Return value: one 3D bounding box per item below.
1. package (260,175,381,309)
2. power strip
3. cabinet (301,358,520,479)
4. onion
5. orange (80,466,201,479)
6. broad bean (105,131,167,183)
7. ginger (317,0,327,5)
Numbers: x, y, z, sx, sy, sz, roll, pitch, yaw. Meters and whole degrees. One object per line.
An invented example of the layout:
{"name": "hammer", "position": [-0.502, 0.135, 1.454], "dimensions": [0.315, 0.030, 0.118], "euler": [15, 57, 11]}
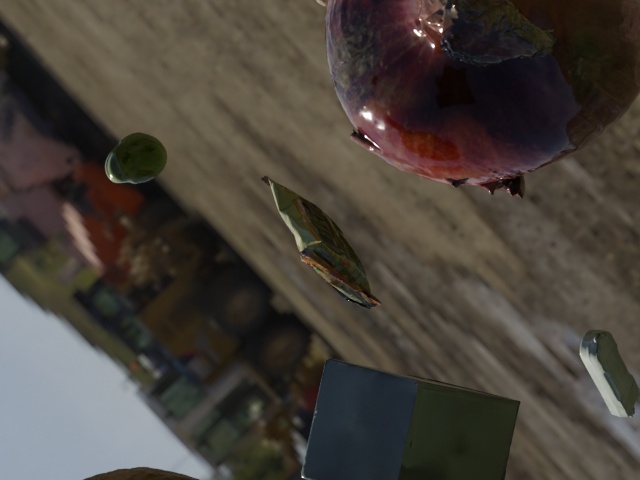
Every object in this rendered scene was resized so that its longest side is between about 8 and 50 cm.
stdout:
{"name": "package", "position": [0.001, 0.001, 1.557], "dimensions": [0.108, 0.031, 0.120], "euler": [40, -165, -42]}
{"name": "power strip", "position": [0.378, 0.175, 2.266], "dimensions": [0.030, 0.047, 0.191], "euler": [7, 147, 34]}
{"name": "cabinet", "position": [0.109, 0.235, 2.076], "dimensions": [0.150, 0.145, 0.206], "euler": [10, 176, 43]}
{"name": "onion", "position": [0.169, -0.214, 1.781], "dimensions": [0.353, 0.353, 0.353], "euler": [46, 175, 5]}
{"name": "orange", "position": [-0.176, 0.420, 1.897], "dimensions": [0.357, 0.322, 0.322], "euler": [50, 174, -25]}
{"name": "broad bean", "position": [-0.232, -0.102, 2.195], "dimensions": [0.045, 0.083, 0.063], "euler": [-4, 107, 64]}
{"name": "ginger", "position": [0.051, -0.340, 2.193], "dimensions": [0.334, 0.148, 0.081], "euler": [16, -116, -53]}
